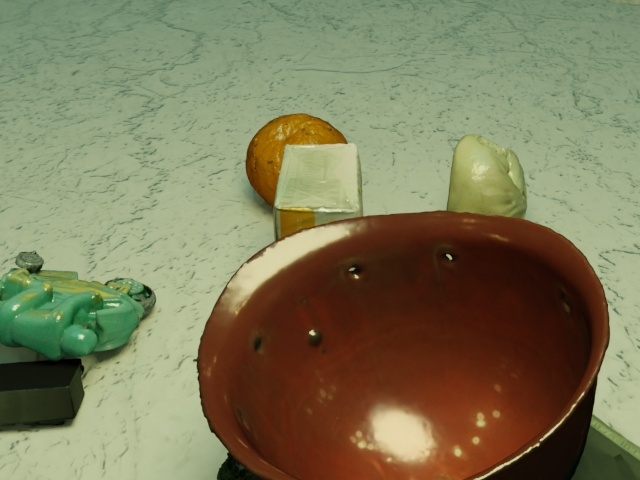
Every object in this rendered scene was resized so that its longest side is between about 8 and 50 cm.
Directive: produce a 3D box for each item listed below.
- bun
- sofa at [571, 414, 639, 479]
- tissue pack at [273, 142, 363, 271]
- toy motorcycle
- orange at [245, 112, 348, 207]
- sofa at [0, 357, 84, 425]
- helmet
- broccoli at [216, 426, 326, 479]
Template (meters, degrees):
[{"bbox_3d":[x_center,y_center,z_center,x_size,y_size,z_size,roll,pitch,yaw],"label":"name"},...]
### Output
[{"bbox_3d":[0.275,-0.083,1.253,0.127,0.193,0.178,5,27,15],"label":"bun"},{"bbox_3d":[0.253,0.308,0.803,0.225,0.176,0.210,34,39,-3],"label":"sofa"},{"bbox_3d":[0.000,0.000,1.108,0.124,0.225,0.185,0,35,1],"label":"tissue pack"},{"bbox_3d":[-0.368,0.102,1.044,0.296,0.109,0.198,5,21,-20],"label":"toy motorcycle"},{"bbox_3d":[-0.037,-0.131,1.352,0.193,0.161,0.193,-4,45,4],"label":"orange"},{"bbox_3d":[-0.381,0.199,0.980,0.147,0.060,0.085,-4,19,-6],"label":"sofa"},{"bbox_3d":[0.083,0.151,0.708,0.337,0.230,0.384,-39,34,-25],"label":"helmet"},{"bbox_3d":[-0.049,0.259,0.822,0.162,0.138,0.146,-24,46,23],"label":"broccoli"}]
